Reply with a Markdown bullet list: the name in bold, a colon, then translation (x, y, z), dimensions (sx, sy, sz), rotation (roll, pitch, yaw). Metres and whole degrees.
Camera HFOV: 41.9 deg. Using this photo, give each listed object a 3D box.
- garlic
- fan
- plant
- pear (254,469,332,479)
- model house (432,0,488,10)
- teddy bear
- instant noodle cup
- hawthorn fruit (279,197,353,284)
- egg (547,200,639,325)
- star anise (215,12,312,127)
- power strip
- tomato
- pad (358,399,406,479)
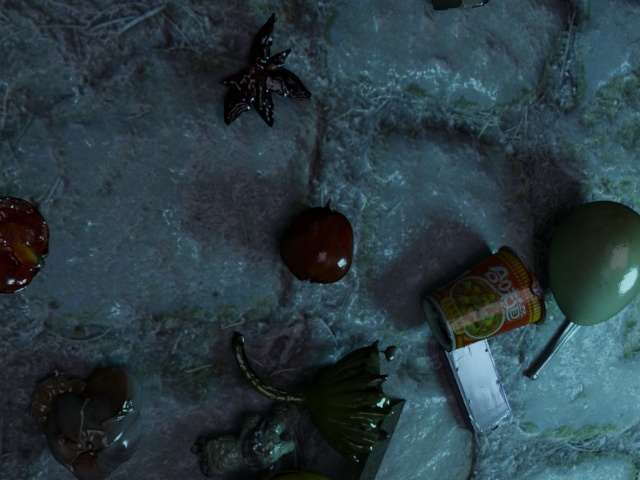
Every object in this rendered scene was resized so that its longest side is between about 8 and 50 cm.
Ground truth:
- **garlic**: translation (-0.422, 0.299, 1.448), dimensions (0.207, 0.207, 0.257), rotation (-39, 153, -11)
- **fan**: translation (0.589, 0.226, 1.998), dimensions (0.282, 0.023, 0.057), rotation (-50, 127, -6)
- **plant**: translation (-0.017, 0.311, 1.697), dimensions (0.333, 0.180, 0.251), rotation (6, 88, 0)
- **pear**: translation (-0.053, 0.615, 1.651), dimensions (0.285, 0.285, 0.336), rotation (-3, 107, -25)
- **model house**: translation (0.282, -0.492, 1.615), dimensions (0.100, 0.100, 0.088), rotation (-13, 107, -23)
- **teddy bear**: translation (-0.136, 0.414, 1.651), dimensions (0.213, 0.111, 0.133), rotation (-16, 106, -22)
- **instant noodle cup**: translation (0.338, 0.137, 1.774), dimensions (0.212, 0.193, 0.193), rotation (-24, 113, -10)
- **hawthorn fruit**: translation (0.000, 0.000, 1.592), dimensions (0.148, 0.148, 0.172), rotation (24, 82, -29)
- **egg**: translation (0.613, 0.054, 1.855), dimensions (0.218, 0.218, 0.295), rotation (-3, 119, -25)
- **star anise**: translation (-0.097, -0.283, 1.517), dimensions (0.157, 0.053, 0.212), rotation (38, 84, -27)
- **power strip**: translation (0.351, 0.316, 1.898), dimensions (0.109, 0.037, 0.279), rotation (-30, 114, -15)
- **tomato**: translation (-0.526, 0.009, 1.372), dimensions (0.139, 0.091, 0.159), rotation (39, 58, -37)
- **pad**: translation (0.122, 0.455, 1.787), dimensions (0.235, 0.003, 0.158), rotation (-68, 160, 5)
